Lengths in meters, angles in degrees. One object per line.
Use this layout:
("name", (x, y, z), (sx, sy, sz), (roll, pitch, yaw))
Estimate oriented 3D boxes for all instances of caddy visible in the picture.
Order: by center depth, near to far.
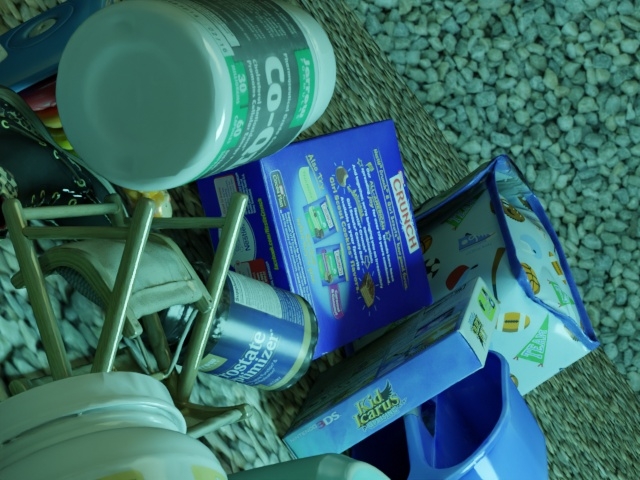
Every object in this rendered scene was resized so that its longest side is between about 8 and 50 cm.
("caddy", (0.159, 0.269, 2.128), (0.179, 0.241, 0.341), (55, 16, -16))

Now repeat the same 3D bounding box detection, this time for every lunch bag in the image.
("lunch bag", (0.194, 0.067, 2.442), (0.239, 0.328, 0.385), (43, 23, -31))

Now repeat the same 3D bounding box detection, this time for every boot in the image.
("boot", (-0.305, -0.037, 1.723), (0.236, 0.085, 0.178), (49, 23, -21))

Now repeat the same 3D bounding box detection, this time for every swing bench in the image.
("swing bench", (-0.188, 0.081, 1.632), (0.253, 0.165, 0.254), (-8, 98, -72))

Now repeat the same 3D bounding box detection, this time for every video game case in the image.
("video game case", (0.097, 0.168, 2.088), (0.061, 0.269, 0.244), (55, 18, -5))

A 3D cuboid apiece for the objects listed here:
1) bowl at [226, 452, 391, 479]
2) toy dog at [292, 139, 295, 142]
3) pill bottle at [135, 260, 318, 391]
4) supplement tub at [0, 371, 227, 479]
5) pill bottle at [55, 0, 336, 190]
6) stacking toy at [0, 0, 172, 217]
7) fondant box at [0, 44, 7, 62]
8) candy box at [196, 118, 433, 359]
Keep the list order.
("bowl", (0.018, 0.350, 1.737), (0.311, 0.163, 0.311), (48, 18, -21))
("toy dog", (-0.093, -0.198, 2.275), (0.333, 0.220, 0.161), (62, -17, 18))
("pill bottle", (-0.118, 0.094, 1.873), (0.219, 0.123, 0.123), (20, 37, -40))
("supplement tub", (-0.155, 0.293, 1.247), (0.241, 0.241, 0.331), (27, 33, -57))
("pill bottle", (-0.125, -0.179, 1.838), (0.204, 0.204, 0.361), (57, 24, 3))
("stacking toy", (-0.255, -0.133, 1.950), (0.302, 0.166, 0.175), (60, 14, -27))
("fondant box", (-0.462, -0.216, 1.596), (0.238, 0.096, 0.330), (53, 19, -10))
("candy box", (0.000, 0.000, 2.121), (0.317, 0.122, 0.268), (-18, 96, -54))
